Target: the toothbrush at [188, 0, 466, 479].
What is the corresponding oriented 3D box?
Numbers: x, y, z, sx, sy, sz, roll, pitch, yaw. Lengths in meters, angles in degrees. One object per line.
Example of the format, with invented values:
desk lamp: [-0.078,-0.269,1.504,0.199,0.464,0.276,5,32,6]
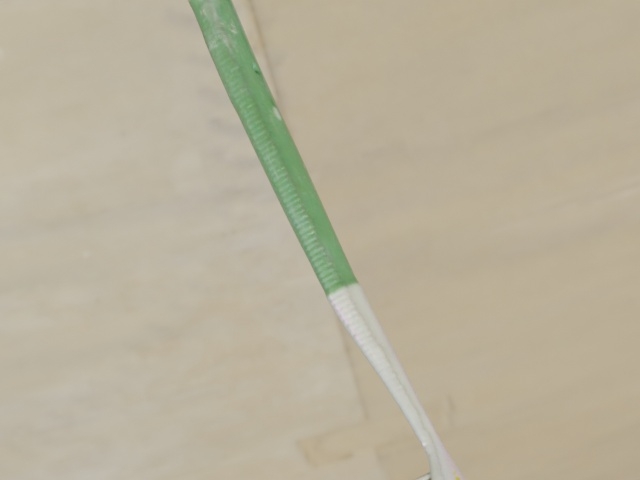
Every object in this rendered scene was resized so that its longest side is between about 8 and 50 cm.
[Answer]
toothbrush: [0.000,0.000,0.618,0.024,0.257,0.018,-30,168,28]
